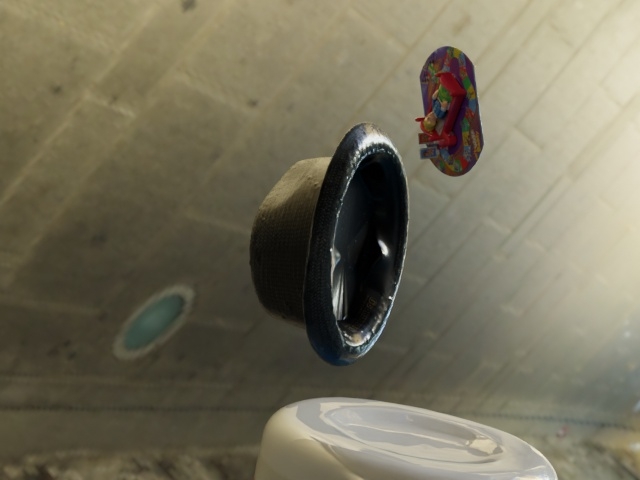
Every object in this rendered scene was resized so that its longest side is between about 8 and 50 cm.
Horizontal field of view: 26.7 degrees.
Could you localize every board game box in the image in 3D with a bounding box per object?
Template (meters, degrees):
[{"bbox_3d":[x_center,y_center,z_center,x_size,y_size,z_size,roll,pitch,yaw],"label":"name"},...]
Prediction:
[{"bbox_3d":[0.154,-0.164,1.727,0.033,0.168,0.133,-8,-178,-26],"label":"board game box"}]

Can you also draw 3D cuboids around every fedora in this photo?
[{"bbox_3d":[0.000,0.000,1.834,0.334,0.152,0.334,5,90,-65],"label":"fedora"}]

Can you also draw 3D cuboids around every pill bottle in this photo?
[{"bbox_3d":[0.036,0.344,1.034,0.229,0.229,0.407,-1,102,-61],"label":"pill bottle"}]
